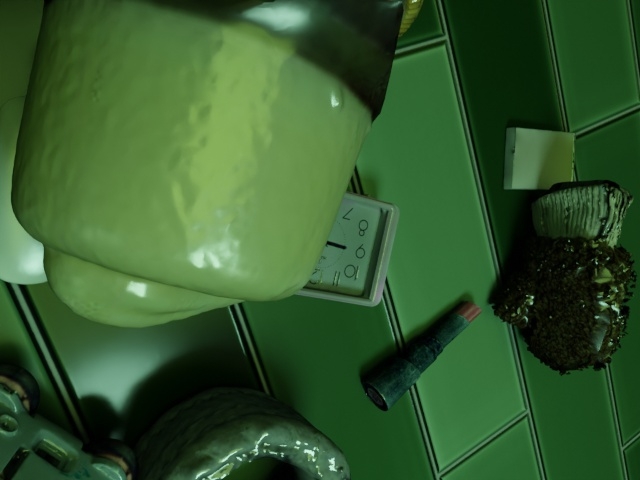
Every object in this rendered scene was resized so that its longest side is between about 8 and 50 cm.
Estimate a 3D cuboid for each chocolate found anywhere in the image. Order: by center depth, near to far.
[{"bbox_3d":[-0.106,-0.066,0.531,0.326,0.314,0.297,6,91,0],"label":"chocolate"}]

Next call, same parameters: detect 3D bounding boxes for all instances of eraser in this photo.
[{"bbox_3d":[0.374,-0.135,0.949,0.150,0.023,0.104,-2,96,-28],"label":"eraser"}]

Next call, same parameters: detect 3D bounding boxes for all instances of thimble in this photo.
[{"bbox_3d":[-0.095,0.298,0.668,0.245,0.157,0.217,6,93,-29],"label":"thimble"}]

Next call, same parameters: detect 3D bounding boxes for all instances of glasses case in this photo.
[{"bbox_3d":[-0.300,-0.051,0.580,0.074,0.049,0.193,3,93,-32],"label":"glasses case"}]

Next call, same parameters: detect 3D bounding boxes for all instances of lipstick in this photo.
[{"bbox_3d":[0.168,0.168,0.857,0.234,0.053,0.053,-34,110,-23],"label":"lipstick"}]

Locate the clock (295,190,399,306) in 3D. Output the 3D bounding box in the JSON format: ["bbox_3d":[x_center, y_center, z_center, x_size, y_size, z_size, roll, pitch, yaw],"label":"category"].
[{"bbox_3d":[0.000,0.000,0.740,0.197,0.063,0.150,13,90,-29],"label":"clock"}]

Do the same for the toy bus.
[{"bbox_3d":[-0.325,0.276,0.519,0.287,0.194,0.232,40,101,-13],"label":"toy bus"}]

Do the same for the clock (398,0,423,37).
[{"bbox_3d":[-0.037,-0.317,0.591,0.317,0.244,0.200,10,75,-32],"label":"clock"}]

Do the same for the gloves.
[{"bbox_3d":[0.392,0.064,0.893,0.135,0.210,0.312,2,87,-43],"label":"gloves"}]
